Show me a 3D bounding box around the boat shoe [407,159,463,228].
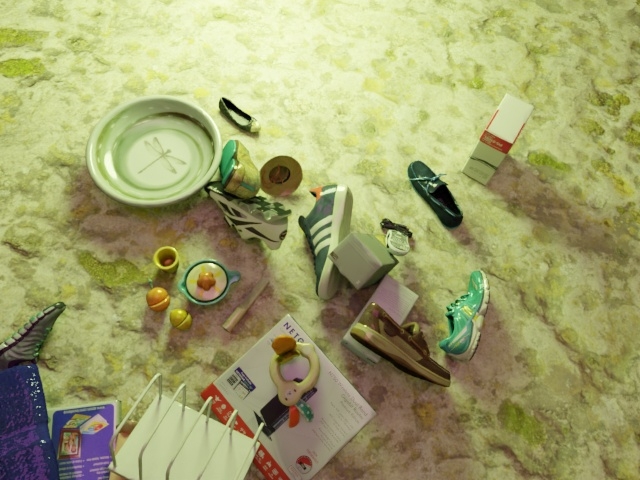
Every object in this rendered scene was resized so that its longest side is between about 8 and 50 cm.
[{"bbox_3d":[0.378,-0.163,1.572,0.109,0.089,0.258,-33,74,-18],"label":"boat shoe"}]

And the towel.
[{"bbox_3d":[-0.740,0.463,1.134,0.227,0.076,0.308,-17,68,-19],"label":"towel"}]

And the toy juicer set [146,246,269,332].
[{"bbox_3d":[-0.326,0.151,1.365,0.329,0.089,0.209,16,66,0],"label":"toy juicer set"}]

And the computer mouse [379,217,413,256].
[{"bbox_3d":[0.224,0.000,1.471,0.106,0.042,0.193,22,29,-2],"label":"computer mouse"}]

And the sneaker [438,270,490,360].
[{"bbox_3d":[0.416,0.203,1.416,0.110,0.107,0.275,17,66,12],"label":"sneaker"}]

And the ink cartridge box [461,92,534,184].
[{"bbox_3d":[0.560,-0.318,1.579,0.100,0.237,0.172,31,67,11],"label":"ink cartridge box"}]

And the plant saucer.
[{"bbox_3d":[-0.500,-0.260,1.517,0.400,0.100,0.400,2,65,-4],"label":"plant saucer"}]

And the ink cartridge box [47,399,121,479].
[{"bbox_3d":[-0.635,0.557,1.173,0.303,0.072,0.307,-4,69,-9],"label":"ink cartridge box"}]

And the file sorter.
[{"bbox_3d":[-0.288,0.444,1.075,0.277,0.173,0.193,24,46,5],"label":"file sorter"}]

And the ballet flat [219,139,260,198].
[{"bbox_3d":[-0.235,-0.207,1.462,0.123,0.123,0.348,-8,25,-9],"label":"ballet flat"}]

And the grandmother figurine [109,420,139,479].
[{"bbox_3d":[-0.441,0.593,1.106,0.208,0.104,0.342,28,46,-37],"label":"grandmother figurine"}]

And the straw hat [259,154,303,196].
[{"bbox_3d":[-0.132,-0.211,1.552,0.144,0.144,0.061,-13,29,-11],"label":"straw hat"}]

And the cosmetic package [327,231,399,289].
[{"bbox_3d":[0.124,0.053,1.370,0.107,0.238,0.127,-45,78,11],"label":"cosmetic package"}]

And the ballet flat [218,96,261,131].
[{"bbox_3d":[-0.271,-0.414,1.636,0.173,0.049,0.057,34,69,9],"label":"ballet flat"}]

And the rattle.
[{"bbox_3d":[-0.063,0.333,1.155,0.130,0.143,0.200,8,70,-8],"label":"rattle"}]

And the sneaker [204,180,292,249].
[{"bbox_3d":[-0.233,-0.074,1.457,0.330,0.146,0.122,30,32,32],"label":"sneaker"}]

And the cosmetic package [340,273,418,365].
[{"bbox_3d":[0.166,0.223,1.389,0.117,0.085,0.231,35,70,9],"label":"cosmetic package"}]

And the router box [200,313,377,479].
[{"bbox_3d":[-0.080,0.410,1.247,0.301,0.082,0.335,-43,76,-7],"label":"router box"}]

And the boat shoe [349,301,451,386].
[{"bbox_3d":[0.231,0.273,1.288,0.342,0.123,0.123,35,73,-22],"label":"boat shoe"}]

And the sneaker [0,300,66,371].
[{"bbox_3d":[-0.747,0.262,1.295,0.223,0.083,0.098,-43,98,-16],"label":"sneaker"}]

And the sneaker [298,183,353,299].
[{"bbox_3d":[0.000,0.000,1.459,0.148,0.131,0.350,4,71,19],"label":"sneaker"}]
